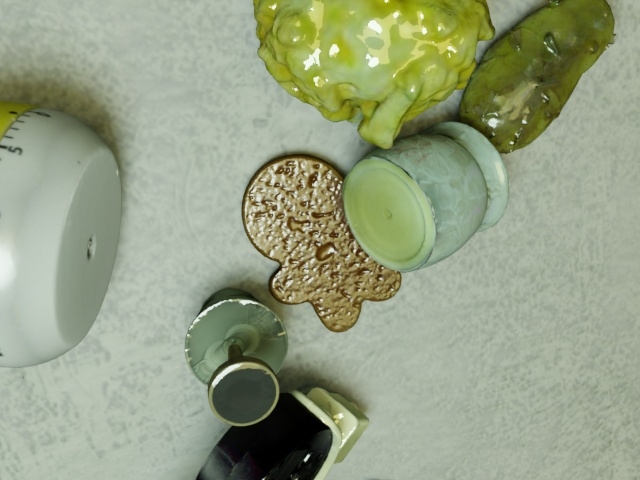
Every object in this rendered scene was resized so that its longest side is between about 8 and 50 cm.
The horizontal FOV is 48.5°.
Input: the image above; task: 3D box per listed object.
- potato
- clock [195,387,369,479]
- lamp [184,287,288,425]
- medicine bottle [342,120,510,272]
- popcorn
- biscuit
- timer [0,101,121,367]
[{"bbox_3d":[0.255,-0.200,0.846,0.117,0.090,0.225,39,97,-19],"label":"potato"},{"bbox_3d":[-0.098,0.352,0.865,0.120,0.276,0.379,38,96,26],"label":"clock"},{"bbox_3d":[-0.093,0.128,0.810,0.121,0.214,0.121,-3,105,-12],"label":"lamp"},{"bbox_3d":[0.121,-0.052,0.815,0.143,0.147,0.147,-27,113,-37],"label":"medicine bottle"},{"bbox_3d":[0.054,-0.227,0.751,0.256,0.195,0.254,6,100,7],"label":"popcorn"},{"bbox_3d":[0.000,0.000,0.883,0.180,0.039,0.236,-34,109,1],"label":"biscuit"},{"bbox_3d":[-0.358,-0.014,0.703,0.285,0.285,0.285,-3,106,-10],"label":"timer"}]
